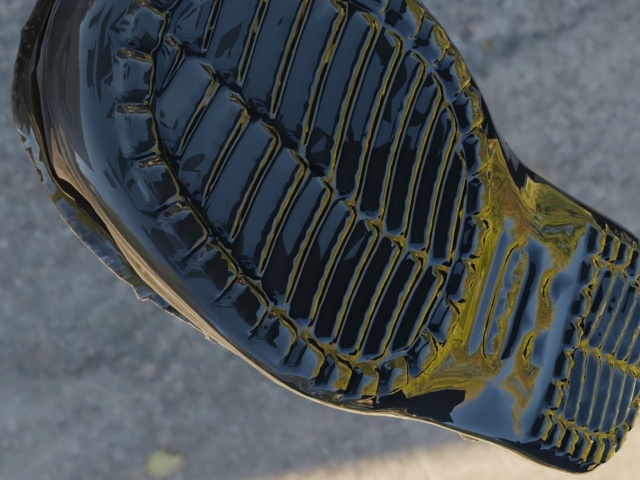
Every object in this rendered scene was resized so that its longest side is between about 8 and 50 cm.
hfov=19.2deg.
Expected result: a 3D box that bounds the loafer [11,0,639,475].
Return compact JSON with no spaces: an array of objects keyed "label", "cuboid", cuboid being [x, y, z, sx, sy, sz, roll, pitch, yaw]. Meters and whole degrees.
[{"label":"loafer","cuboid":[0.000,0.000,0.418,0.220,0.078,0.080,38,70,-51]}]
